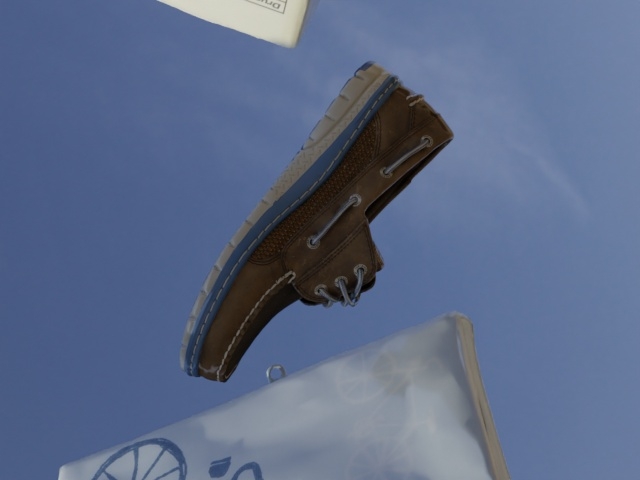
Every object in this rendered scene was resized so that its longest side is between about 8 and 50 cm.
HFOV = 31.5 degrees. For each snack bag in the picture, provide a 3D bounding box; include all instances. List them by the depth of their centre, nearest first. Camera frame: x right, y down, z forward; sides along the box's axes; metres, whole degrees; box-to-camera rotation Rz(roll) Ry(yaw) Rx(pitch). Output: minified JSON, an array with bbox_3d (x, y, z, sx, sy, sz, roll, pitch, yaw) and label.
[{"bbox_3d":[-0.030,0.202,0.699,0.037,0.343,0.323,58,-167,-34],"label":"snack bag"}]

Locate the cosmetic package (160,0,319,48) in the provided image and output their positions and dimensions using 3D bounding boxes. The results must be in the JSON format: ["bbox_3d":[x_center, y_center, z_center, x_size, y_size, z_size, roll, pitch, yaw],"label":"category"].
[{"bbox_3d":[-0.037,-0.301,0.767,0.153,0.296,0.129,21,-136,0],"label":"cosmetic package"}]

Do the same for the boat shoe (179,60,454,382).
[{"bbox_3d":[0.000,0.000,0.561,0.066,0.066,0.183,33,-93,7],"label":"boat shoe"}]
